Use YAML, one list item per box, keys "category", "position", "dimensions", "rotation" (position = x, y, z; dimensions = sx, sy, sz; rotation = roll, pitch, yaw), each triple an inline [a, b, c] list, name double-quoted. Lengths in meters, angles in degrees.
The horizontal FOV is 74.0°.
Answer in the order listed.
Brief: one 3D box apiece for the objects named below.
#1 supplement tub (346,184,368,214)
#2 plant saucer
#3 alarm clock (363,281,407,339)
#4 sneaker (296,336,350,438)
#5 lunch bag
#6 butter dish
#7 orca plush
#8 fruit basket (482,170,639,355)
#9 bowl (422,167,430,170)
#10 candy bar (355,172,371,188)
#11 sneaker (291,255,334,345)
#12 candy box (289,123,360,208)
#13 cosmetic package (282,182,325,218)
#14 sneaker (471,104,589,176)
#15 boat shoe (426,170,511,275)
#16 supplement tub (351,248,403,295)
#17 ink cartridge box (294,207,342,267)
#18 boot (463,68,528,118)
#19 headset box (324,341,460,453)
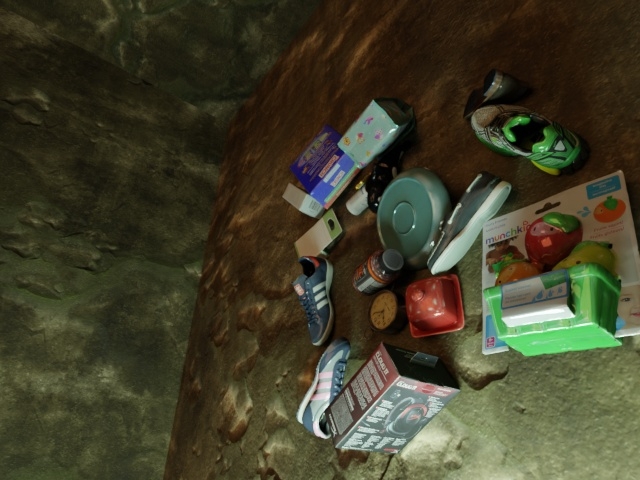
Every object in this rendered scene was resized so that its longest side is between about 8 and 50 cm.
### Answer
- category: "supplement tub"
  position: [0.155, -0.152, 1.597]
  dimensions: [0.107, 0.071, 0.071]
  rotation: [-41, 39, 36]
- category: "plant saucer"
  position: [0.266, -0.066, 1.298]
  dimensions: [0.317, 0.043, 0.318]
  rotation: [-5, 85, 59]
- category: "alarm clock"
  position: [0.194, 0.231, 1.293]
  dimensions: [0.192, 0.064, 0.129]
  rotation: [-51, 34, 20]
- category: "sneaker"
  position: [0.043, 0.473, 1.360]
  dimensions: [0.131, 0.112, 0.319]
  rotation: [25, 96, 43]
- category: "lunch bag"
  position: [0.218, -0.404, 1.558]
  dimensions: [0.223, 0.160, 0.262]
  rotation: [-45, -5, 36]
- category: "butter dish"
  position: [0.283, 0.160, 1.128]
  dimensions: [0.159, 0.118, 0.160]
  rotation: [-21, 52, 35]
- category: "orca plush"
  position: [0.228, -0.241, 1.478]
  dimensions: [0.151, 0.102, 0.287]
  rotation: [29, 81, 41]
- category: "fruit basket"
  position: [0.471, 0.047, 0.884]
  dimensions: [0.327, 0.165, 0.353]
  rotation: [-26, 46, 48]
- category: "bowl"
  position: [0.328, -0.143, 1.335]
  dimensions: [0.142, 0.053, 0.142]
  rotation: [-54, 34, 21]
- category: "candy bar"
  position: [0.165, -0.226, 1.610]
  dimensions: [0.040, 0.018, 0.161]
  rotation: [-47, 0, 28]
- category: "sneaker"
  position: [-0.040, 0.214, 1.591]
  dimensions: [0.131, 0.148, 0.350]
  rotation: [-37, 42, 41]
- category: "candy box"
  position: [0.026, -0.327, 1.829]
  dimensions: [0.268, 0.122, 0.317]
  rotation: [-48, 33, 10]
- category: "cosmetic package"
  position: [-0.076, -0.182, 1.937]
  dimensions: [0.086, 0.117, 0.231]
  rotation: [-63, 30, 6]
- category: "sneaker"
  position: [0.498, -0.286, 1.070]
  dimensions: [0.134, 0.146, 0.343]
  rotation: [-59, 31, 14]
- category: "boat shoe"
  position: [0.374, -0.044, 1.129]
  dimensions: [0.303, 0.114, 0.091]
  rotation: [-51, 56, 6]
- category: "supplement tub"
  position: [0.180, 0.095, 1.318]
  dimensions: [0.198, 0.105, 0.106]
  rotation: [128, 150, -57]
- category: "ink cartridge box"
  position: [0.000, 0.000, 1.761]
  dimensions: [0.235, 0.056, 0.171]
  rotation: [-42, 38, 17]
- category: "boot"
  position: [0.499, -0.405, 1.230]
  dimensions: [0.219, 0.106, 0.082]
  rotation: [120, 161, -79]
- category: "headset box"
  position: [0.183, 0.390, 1.056]
  dimensions: [0.293, 0.218, 0.110]
  rotation: [-56, 32, 21]
